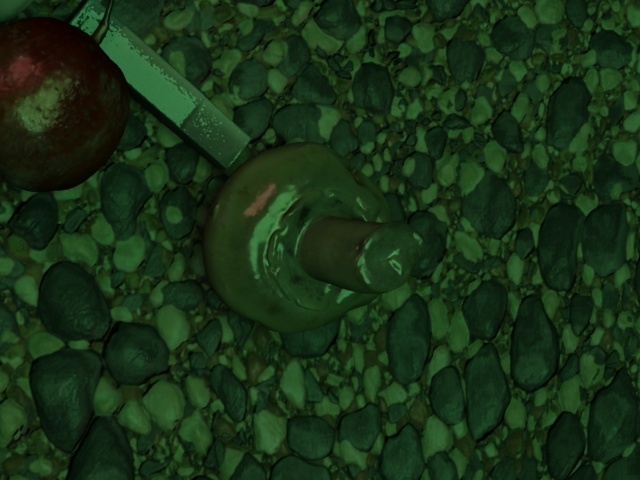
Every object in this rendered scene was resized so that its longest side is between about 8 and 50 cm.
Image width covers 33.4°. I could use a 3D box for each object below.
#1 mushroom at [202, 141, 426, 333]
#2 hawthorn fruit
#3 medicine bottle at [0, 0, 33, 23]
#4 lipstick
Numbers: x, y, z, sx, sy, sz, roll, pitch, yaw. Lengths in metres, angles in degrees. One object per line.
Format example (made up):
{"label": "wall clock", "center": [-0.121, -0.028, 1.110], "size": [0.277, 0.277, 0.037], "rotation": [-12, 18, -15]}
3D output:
{"label": "mushroom", "center": [0.000, 0.000, 1.586], "size": [0.314, 0.336, 0.314], "rotation": [-2, 94, -33]}
{"label": "hawthorn fruit", "center": [-0.365, -0.182, 1.433], "size": [0.235, 0.263, 0.231], "rotation": [64, 28, -21]}
{"label": "medicine bottle", "center": [-0.474, -0.435, 1.379], "size": [0.293, 0.170, 0.170], "rotation": [44, 77, -28]}
{"label": "lipstick", "center": [-0.245, -0.230, 1.592], "size": [0.317, 0.066, 0.068], "rotation": [41, 78, -23]}
